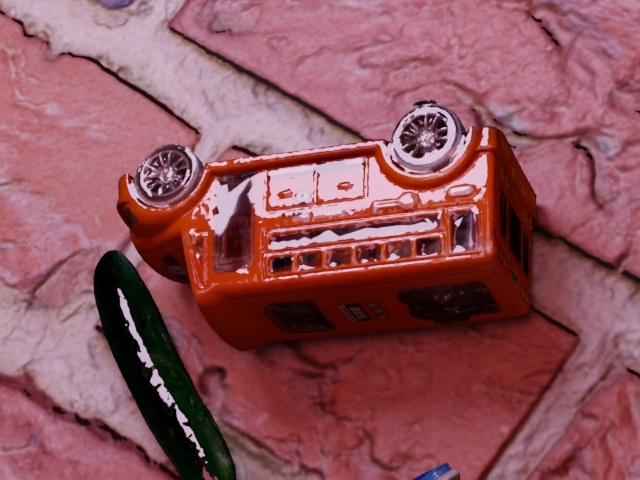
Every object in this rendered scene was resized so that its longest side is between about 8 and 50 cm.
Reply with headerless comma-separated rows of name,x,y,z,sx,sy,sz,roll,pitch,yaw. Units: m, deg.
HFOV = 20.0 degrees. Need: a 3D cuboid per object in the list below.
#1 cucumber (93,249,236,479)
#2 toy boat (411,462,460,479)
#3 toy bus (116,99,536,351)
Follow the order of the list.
cucumber,-0.136,0.111,1.512,0.056,0.056,0.284,-33,54,4
toy boat,0.025,0.291,1.315,0.088,0.129,0.295,23,76,29
toy bus,0.000,0.000,1.458,0.329,0.143,0.153,-6,64,18
